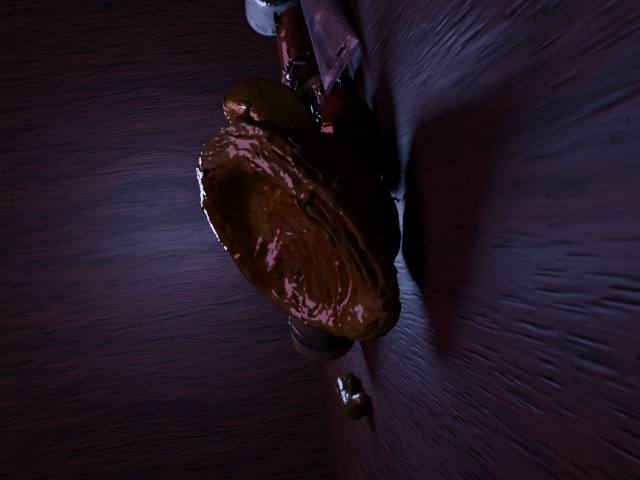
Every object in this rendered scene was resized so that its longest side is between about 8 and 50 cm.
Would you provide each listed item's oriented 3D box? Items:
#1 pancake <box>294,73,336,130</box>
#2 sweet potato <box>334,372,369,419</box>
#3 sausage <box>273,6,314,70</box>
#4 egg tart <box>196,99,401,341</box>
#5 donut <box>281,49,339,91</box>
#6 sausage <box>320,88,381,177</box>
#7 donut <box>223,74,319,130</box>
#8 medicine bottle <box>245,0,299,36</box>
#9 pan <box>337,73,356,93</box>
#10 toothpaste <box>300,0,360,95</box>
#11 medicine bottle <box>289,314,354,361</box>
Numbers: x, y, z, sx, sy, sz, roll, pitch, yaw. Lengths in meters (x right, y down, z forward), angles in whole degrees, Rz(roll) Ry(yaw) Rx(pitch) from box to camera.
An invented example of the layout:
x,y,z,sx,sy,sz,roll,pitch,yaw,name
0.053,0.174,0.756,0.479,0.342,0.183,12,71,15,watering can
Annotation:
x,y,z,sx,sy,sz,roll,pitch,yaw,name
0.006,-0.165,1.481,0.244,0.057,0.266,47,149,24,pancake
0.074,0.363,1.896,0.233,0.062,0.081,-149,53,-80,sweet potato
-0.039,-0.323,1.904,0.094,0.094,0.418,-16,-80,-56,sausage
-0.015,-0.029,1.178,0.388,0.169,0.388,37,150,26,egg tart
-0.014,-0.252,1.667,0.270,0.103,0.269,172,90,-83,donut
0.046,-0.142,1.248,0.089,0.089,0.179,-137,34,-82,sausage
-0.068,-0.168,1.447,0.152,0.101,0.259,2,116,51,donut
-0.119,-0.620,2.047,0.293,0.141,0.141,118,144,-83,medicine bottle
0.043,-0.267,1.416,0.068,0.023,0.115,85,171,-48,pan
0.009,-0.384,1.377,0.114,0.073,0.299,-49,42,42,toothpaste
0.005,0.117,1.735,0.322,0.151,0.151,89,171,-55,medicine bottle
